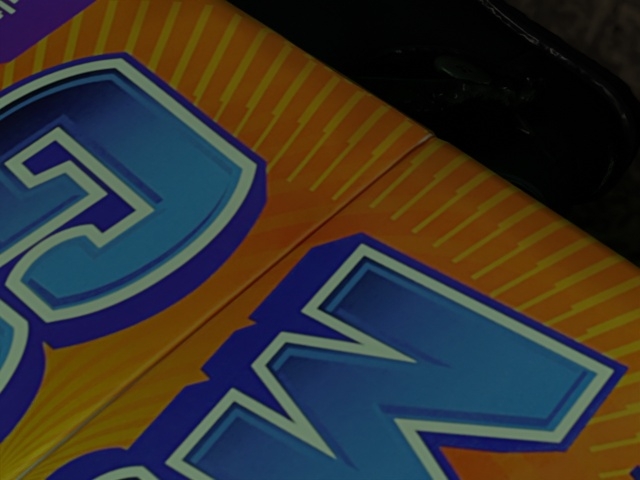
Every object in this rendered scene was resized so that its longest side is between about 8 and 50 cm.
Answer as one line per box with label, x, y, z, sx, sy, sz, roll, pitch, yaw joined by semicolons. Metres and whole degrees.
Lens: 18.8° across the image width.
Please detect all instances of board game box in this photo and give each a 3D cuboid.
board game box;-0.071;0.182;0.654;0.356;0.356;0.356;35;152;31

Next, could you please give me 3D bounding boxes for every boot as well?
boot;0.018;-0.075;0.863;0.246;0.207;0.094;32;113;13
